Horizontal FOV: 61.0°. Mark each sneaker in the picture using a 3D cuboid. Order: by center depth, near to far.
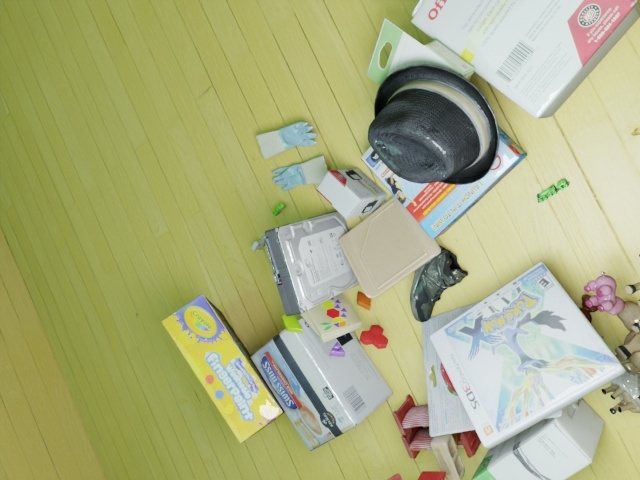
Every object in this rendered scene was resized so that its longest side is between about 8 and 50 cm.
[{"bbox_3d":[0.321,0.128,1.479,0.130,0.087,0.227,18,106,37],"label":"sneaker"}]

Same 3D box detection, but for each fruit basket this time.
[{"bbox_3d":[0.416,0.310,1.375,0.353,0.165,0.327,-33,44,42],"label":"fruit basket"}]

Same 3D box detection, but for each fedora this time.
[{"bbox_3d":[0.231,-0.236,1.248,0.334,0.152,0.334,29,142,27],"label":"fedora"}]

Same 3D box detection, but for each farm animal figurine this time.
[{"bbox_3d":[0.700,0.204,1.164,0.326,0.172,0.330,62,164,14],"label":"farm animal figurine"}]

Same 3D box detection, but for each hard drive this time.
[{"bbox_3d":[-0.010,0.052,1.532,0.064,0.339,0.236,-16,91,36],"label":"hard drive"}]

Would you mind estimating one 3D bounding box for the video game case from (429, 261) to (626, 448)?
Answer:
[{"bbox_3d":[0.438,0.250,1.216,0.329,0.036,0.300,-38,45,17],"label":"video game case"}]

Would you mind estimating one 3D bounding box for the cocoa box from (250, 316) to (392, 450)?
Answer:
[{"bbox_3d":[0.001,0.413,1.675,0.228,0.231,0.347,-42,77,35],"label":"cocoa box"}]

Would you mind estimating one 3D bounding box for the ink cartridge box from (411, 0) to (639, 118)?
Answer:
[{"bbox_3d":[0.441,-0.498,1.202,0.384,0.160,0.279,46,123,16],"label":"ink cartridge box"}]

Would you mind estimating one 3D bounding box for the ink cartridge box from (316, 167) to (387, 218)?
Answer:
[{"bbox_3d":[0.091,-0.136,1.520,0.127,0.175,0.072,45,119,17],"label":"ink cartridge box"}]

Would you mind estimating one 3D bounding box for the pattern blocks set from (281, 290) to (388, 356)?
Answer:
[{"bbox_3d":[0.026,0.214,1.595,0.325,0.285,0.026,-117,27,-48],"label":"pattern blocks set"}]

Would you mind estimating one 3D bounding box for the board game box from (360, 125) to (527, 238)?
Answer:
[{"bbox_3d":[0.308,-0.217,1.407,0.302,0.086,0.308,51,123,14],"label":"board game box"}]

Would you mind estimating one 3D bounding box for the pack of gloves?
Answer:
[{"bbox_3d":[-0.076,-0.263,1.697,0.232,0.046,0.195,-7,108,38],"label":"pack of gloves"}]

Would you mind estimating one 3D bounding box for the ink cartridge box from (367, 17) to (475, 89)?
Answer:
[{"bbox_3d":[0.230,-0.399,1.289,0.235,0.056,0.171,45,148,18],"label":"ink cartridge box"}]

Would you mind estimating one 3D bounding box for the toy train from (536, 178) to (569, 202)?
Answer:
[{"bbox_3d":[0.556,-0.119,1.303,0.083,0.017,0.023,-37,70,35],"label":"toy train"}]

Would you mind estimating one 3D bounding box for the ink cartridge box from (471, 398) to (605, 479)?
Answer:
[{"bbox_3d":[0.539,0.523,1.346,0.121,0.211,0.289,47,123,17],"label":"ink cartridge box"}]

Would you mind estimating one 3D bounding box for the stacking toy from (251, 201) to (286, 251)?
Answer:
[{"bbox_3d":[-0.117,0.004,1.776,0.167,0.052,0.221,43,119,17],"label":"stacking toy"}]

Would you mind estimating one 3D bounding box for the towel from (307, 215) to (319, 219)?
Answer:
[{"bbox_3d":[0.000,0.000,1.658,0.023,0.113,0.152,-14,92,13],"label":"towel"}]

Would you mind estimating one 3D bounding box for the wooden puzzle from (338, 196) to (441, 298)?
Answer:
[{"bbox_3d":[0.188,0.014,1.507,0.239,0.044,0.221,-36,58,17],"label":"wooden puzzle"}]

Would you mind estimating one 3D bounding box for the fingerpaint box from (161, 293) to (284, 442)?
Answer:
[{"bbox_3d":[-0.306,0.429,1.805,0.163,0.371,0.445,-35,78,-10],"label":"fingerpaint box"}]

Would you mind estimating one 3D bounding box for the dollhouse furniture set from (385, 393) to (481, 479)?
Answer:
[{"bbox_3d":[0.272,0.557,1.442,0.201,0.374,0.152,-18,95,34],"label":"dollhouse furniture set"}]
